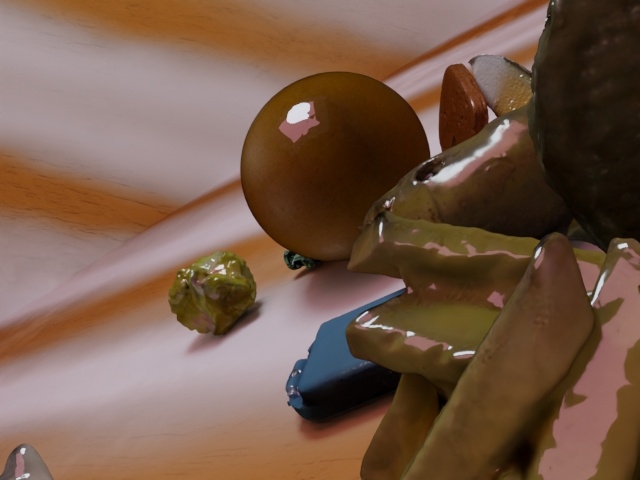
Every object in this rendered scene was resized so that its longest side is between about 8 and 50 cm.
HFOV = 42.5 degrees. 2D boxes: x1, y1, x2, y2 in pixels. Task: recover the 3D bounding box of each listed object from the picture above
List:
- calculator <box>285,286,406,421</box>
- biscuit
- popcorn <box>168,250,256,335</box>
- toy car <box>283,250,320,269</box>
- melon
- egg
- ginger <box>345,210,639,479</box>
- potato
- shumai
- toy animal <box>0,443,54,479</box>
[{"bbox_3d":[0.089,0.101,0.880,0.293,0.051,0.173,-26,14,20],"label":"calculator"},{"bbox_3d":[0.242,-0.194,1.396,0.036,0.186,0.192,-5,39,-6],"label":"biscuit"},{"bbox_3d":[-0.176,0.087,1.339,0.145,0.126,0.126,-8,22,-3],"label":"popcorn"},{"bbox_3d":[0.000,0.000,1.396,0.073,0.054,0.143,-20,23,44],"label":"toy car"},{"bbox_3d":[0.327,-0.226,1.371,0.093,0.202,0.139,-50,-22,5],"label":"melon"},{"bbox_3d":[0.027,-0.113,1.250,0.282,0.283,0.351,-27,4,18],"label":"egg"},{"bbox_3d":[0.101,0.115,0.507,0.358,0.211,0.413,-33,15,6],"label":"ginger"},{"bbox_3d":[0.188,-0.049,0.940,0.296,0.141,0.191,-23,-16,11],"label":"potato"},{"bbox_3d":[0.291,-0.140,0.707,0.292,0.330,0.288,-42,20,22],"label":"shumai"},{"bbox_3d":[-0.256,0.321,0.640,0.308,0.188,0.266,-38,24,-33],"label":"toy animal"}]
